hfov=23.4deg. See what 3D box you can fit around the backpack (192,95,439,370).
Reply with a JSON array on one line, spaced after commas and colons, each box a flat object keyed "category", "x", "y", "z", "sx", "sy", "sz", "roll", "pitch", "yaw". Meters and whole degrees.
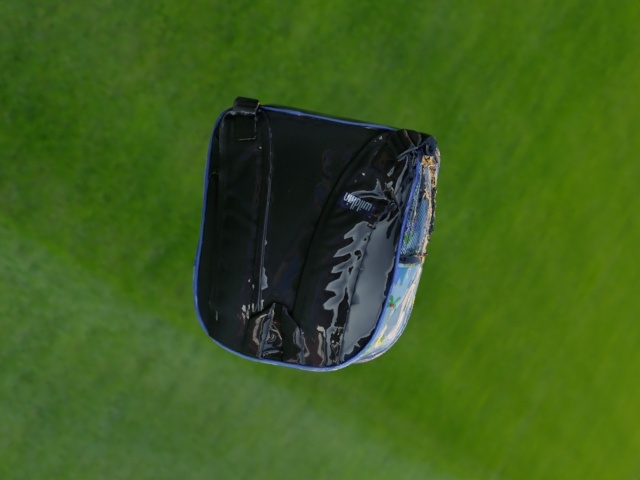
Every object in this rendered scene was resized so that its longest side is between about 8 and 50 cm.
[{"category": "backpack", "x": 0.000, "y": 0.000, "z": 0.705, "sx": 0.084, "sy": 0.105, "sz": 0.114, "roll": 1, "pitch": 100, "yaw": -72}]
